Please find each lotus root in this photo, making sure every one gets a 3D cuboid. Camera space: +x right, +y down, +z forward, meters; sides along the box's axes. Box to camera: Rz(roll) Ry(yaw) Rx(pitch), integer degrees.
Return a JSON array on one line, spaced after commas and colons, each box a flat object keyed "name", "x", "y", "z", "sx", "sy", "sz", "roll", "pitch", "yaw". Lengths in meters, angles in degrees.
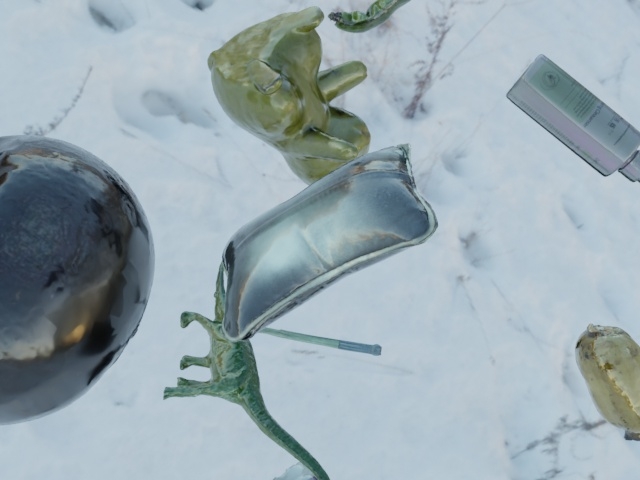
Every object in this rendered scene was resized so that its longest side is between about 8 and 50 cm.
[{"name": "lotus root", "x": 0.639, "y": 0.303, "z": 1.597, "sx": 0.284, "sy": 0.146, "sz": 0.160, "roll": 66, "pitch": 28, "yaw": -12}]

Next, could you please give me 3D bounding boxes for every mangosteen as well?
[{"name": "mangosteen", "x": -0.298, "y": 0.010, "z": 0.665, "sx": 0.302, "sy": 0.275, "sz": 0.275, "roll": 39, "pitch": 44, "yaw": -21}]

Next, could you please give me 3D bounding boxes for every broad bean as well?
[{"name": "broad bean", "x": 0.109, "y": -0.395, "z": 1.247, "sx": 0.061, "sy": 0.195, "sz": 0.046, "roll": 57, "pitch": 8, "yaw": -47}]

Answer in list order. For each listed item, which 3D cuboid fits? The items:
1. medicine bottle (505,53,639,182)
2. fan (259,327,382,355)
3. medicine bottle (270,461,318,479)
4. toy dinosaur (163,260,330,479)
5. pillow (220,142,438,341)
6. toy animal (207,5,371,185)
[{"name": "medicine bottle", "x": 0.283, "y": -0.108, "z": 0.770, "sx": 0.199, "sy": 0.058, "sz": 0.057, "roll": 41, "pitch": 44, "yaw": 4}, {"name": "fan", "x": -0.011, "y": 0.136, "z": 1.041, "sx": 0.193, "sy": 0.038, "sz": 0.016, "roll": 9, "pitch": 84, "yaw": 6}, {"name": "medicine bottle", "x": 0.031, "y": 0.544, "z": 1.236, "sx": 0.332, "sy": 0.190, "sz": 0.190, "roll": 39, "pitch": 39, "yaw": 27}, {"name": "toy dinosaur", "x": -0.100, "y": 0.216, "z": 1.266, "sx": 0.300, "sy": 0.087, "sz": 0.447, "roll": 1, "pitch": 56, "yaw": 9}, {"name": "pillow", "x": -0.001, "y": -0.002, "z": 0.425, "sx": 0.055, "sy": 0.135, "sz": 0.091, "roll": 56, "pitch": 16, "yaw": -8}, {"name": "toy animal", "x": 0.002, "y": -0.162, "z": 1.098, "sx": 0.363, "sy": 0.180, "sz": 0.181, "roll": 42, "pitch": 49, "yaw": -37}]
